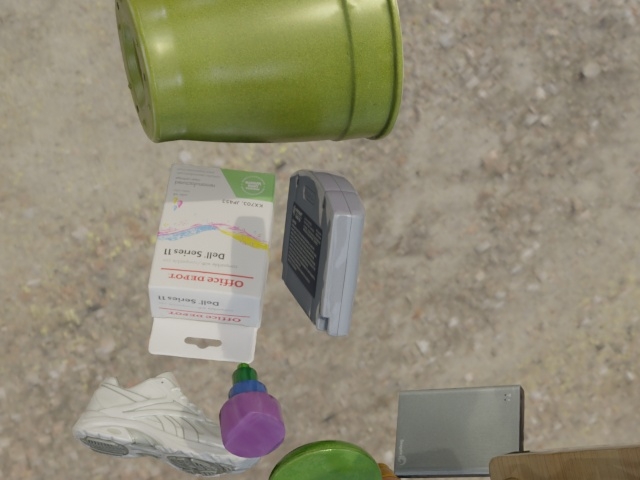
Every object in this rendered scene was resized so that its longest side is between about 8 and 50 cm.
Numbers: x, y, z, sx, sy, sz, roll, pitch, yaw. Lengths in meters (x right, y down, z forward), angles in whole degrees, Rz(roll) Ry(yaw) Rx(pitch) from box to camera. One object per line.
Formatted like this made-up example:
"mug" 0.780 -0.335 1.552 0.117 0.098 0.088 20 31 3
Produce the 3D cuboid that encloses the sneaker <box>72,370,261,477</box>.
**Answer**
"sneaker" -0.180 0.217 1.277 0.232 0.115 0.090 13 150 2

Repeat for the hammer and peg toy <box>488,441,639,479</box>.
"hammer and peg toy" 0.235 0.316 0.699 0.127 0.361 0.266 -10 170 -25

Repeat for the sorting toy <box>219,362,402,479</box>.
"sorting toy" 0.010 0.249 1.187 0.127 0.126 0.365 -34 126 15

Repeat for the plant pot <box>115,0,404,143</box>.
"plant pot" -0.111 -0.295 1.554 0.353 0.366 0.366 -13 139 -15

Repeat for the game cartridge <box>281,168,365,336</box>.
"game cartridge" 0.000 0.000 1.497 0.062 0.297 0.198 8 102 -15

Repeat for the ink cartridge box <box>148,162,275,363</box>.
"ink cartridge box" -0.199 0.038 1.914 0.207 0.353 0.119 5 146 -2

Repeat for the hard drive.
"hard drive" 0.146 0.202 1.095 0.135 0.094 0.022 -7 149 24
